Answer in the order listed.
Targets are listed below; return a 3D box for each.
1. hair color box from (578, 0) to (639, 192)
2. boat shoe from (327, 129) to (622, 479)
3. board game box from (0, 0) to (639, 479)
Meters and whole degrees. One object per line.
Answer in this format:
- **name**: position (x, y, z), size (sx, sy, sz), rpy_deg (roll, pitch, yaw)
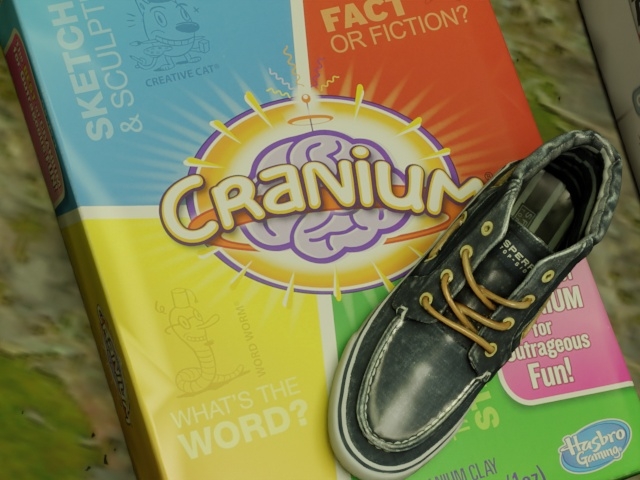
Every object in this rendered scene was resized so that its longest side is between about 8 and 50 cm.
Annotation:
- **hair color box**: position (0.261, 0.003, 0.877), size (0.113, 0.185, 0.374), rpy_deg (-12, 77, -18)
- **boat shoe**: position (0.069, 0.025, 0.803), size (0.065, 0.083, 0.183), rpy_deg (36, 68, -2)
- **board game box**: position (0.000, 0.000, 0.874), size (0.242, 0.064, 0.316), rpy_deg (-16, 78, -19)
